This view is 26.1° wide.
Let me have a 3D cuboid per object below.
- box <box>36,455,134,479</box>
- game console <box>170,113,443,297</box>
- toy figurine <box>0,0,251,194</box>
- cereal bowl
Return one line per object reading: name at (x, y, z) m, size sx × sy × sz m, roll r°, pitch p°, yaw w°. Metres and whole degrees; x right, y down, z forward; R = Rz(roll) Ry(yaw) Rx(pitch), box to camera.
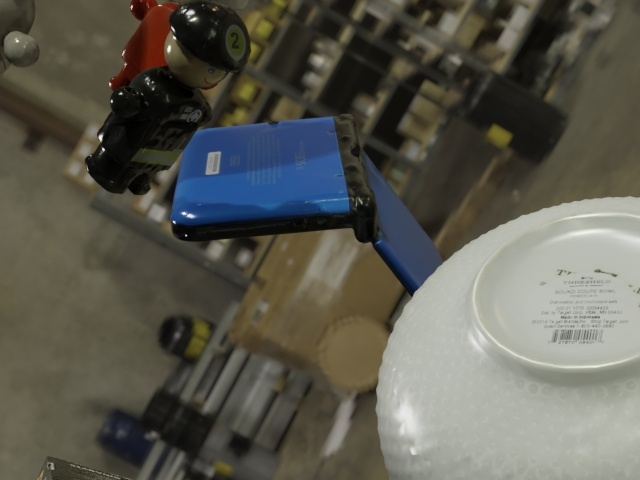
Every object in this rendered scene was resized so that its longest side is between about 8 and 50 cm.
box at (-0.125, 0.305, 1.349) m, size 0.257 × 0.322 × 0.079 m, roll -174°, pitch 102°, yaw -77°
game console at (0.000, 0.000, 1.295) m, size 0.293 × 0.250 × 0.173 m, roll -97°, pitch 1°, yaw -71°
toy figurine at (-0.156, -0.160, 0.965) m, size 0.148 × 0.210 × 0.213 m, roll -52°, pitch 16°, yaw 24°
cereal bowl at (0.197, 0.080, 0.958) m, size 0.339 × 0.339 × 0.141 m, roll -70°, pitch -29°, yaw -46°
